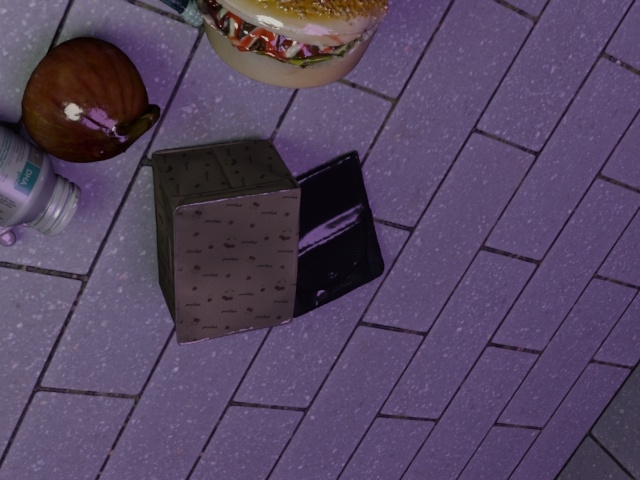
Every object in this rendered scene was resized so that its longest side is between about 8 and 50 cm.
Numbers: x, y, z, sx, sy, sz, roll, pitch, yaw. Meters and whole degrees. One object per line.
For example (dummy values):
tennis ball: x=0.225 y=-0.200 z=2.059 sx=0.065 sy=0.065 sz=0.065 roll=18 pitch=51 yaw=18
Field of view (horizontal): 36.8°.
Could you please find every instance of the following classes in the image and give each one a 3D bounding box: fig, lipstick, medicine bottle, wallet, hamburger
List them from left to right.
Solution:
medicine bottle: x=-0.475 y=-0.093 z=1.452 sx=0.215 sy=0.135 sz=0.135 roll=32 pitch=102 yaw=-33
fig: x=-0.338 y=-0.201 z=1.442 sx=0.205 sy=0.205 sz=0.205 roll=-18 pitch=130 yaw=-22
lipstick: x=-0.230 y=-0.374 z=1.495 sx=0.116 sy=0.037 sz=0.037 roll=26 pitch=106 yaw=-39
hamburger: x=-0.040 y=-0.366 z=1.448 sx=0.302 sy=0.302 sz=0.170 roll=-14 pitch=146 yaw=-25
wallet: x=0.000 y=0.000 z=1.925 sx=0.247 sy=0.041 sz=0.323 roll=-28 pitch=128 yaw=-15

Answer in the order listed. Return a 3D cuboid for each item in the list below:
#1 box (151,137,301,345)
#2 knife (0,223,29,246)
box: x=-0.168 y=-0.003 z=1.691 sx=0.225 sy=0.190 sz=0.297 roll=-10 pitch=129 yaw=-19
knife: x=-0.634 y=0.040 z=1.528 sx=0.398 sy=0.038 sz=0.132 roll=-39 pitch=124 yaw=-7
